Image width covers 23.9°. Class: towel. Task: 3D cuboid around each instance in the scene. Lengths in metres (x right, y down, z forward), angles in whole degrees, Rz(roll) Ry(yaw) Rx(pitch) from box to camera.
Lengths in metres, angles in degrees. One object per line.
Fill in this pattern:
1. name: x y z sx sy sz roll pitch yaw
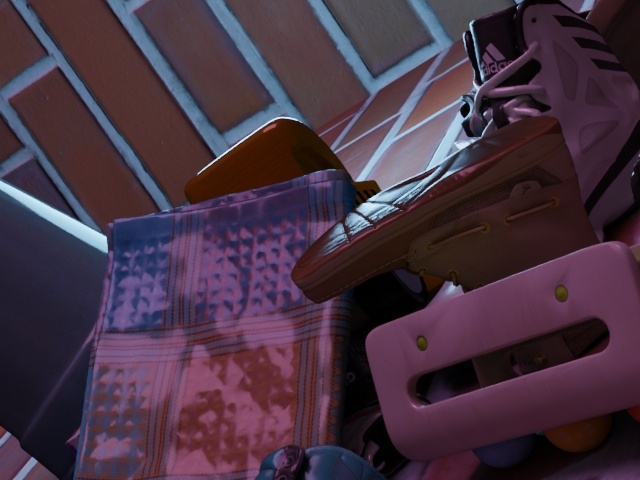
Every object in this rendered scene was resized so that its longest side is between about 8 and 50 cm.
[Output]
1. towel: -0.097 0.118 1.348 0.271 0.040 0.370 -11 57 25

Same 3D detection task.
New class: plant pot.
1. plant pot: 0.420 -0.255 1.861 0.237 0.110 0.237 -40 -21 -19
2. plant pot: -0.379 0.097 1.996 0.341 0.334 0.341 -55 4 6

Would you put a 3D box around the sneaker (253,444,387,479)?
1. sneaker: -0.008 0.234 1.083 0.178 0.124 0.295 -48 12 -16

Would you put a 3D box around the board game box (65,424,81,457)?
1. board game box: -0.134 0.181 1.646 0.142 0.144 0.275 -31 10 25

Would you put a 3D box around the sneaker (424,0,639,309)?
1. sneaker: 0.181 -0.081 1.520 0.169 0.257 0.447 -24 15 46

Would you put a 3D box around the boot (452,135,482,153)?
1. boot: 0.242 -0.115 2.081 0.086 0.069 0.190 -19 9 -6

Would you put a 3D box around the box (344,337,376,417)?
1. box: -0.019 0.160 1.439 0.175 0.051 0.220 -34 -10 7

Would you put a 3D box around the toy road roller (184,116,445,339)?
1. toy road roller: 0.000 0.000 1.594 0.202 0.240 0.329 -33 -7 19

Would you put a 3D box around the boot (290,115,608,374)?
1. boot: 0.126 0.037 1.294 0.262 0.203 0.095 -30 17 -7

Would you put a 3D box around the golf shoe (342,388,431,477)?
1. golf shoe: 0.018 0.191 1.319 0.186 0.067 0.086 -37 9 -9

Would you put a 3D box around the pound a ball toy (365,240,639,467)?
1. pound a ball toy: 0.220 0.078 1.119 0.208 0.135 0.319 -10 -10 -42

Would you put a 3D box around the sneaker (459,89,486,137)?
1. sneaker: 0.235 -0.203 2.154 0.075 0.063 0.170 -13 38 21

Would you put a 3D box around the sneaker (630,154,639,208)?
1. sneaker: 0.424 -0.105 1.290 0.343 0.134 0.146 -26 3 0

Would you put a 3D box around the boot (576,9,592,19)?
1. boot: 0.363 -0.258 1.998 0.295 0.104 0.211 -35 -12 -13
